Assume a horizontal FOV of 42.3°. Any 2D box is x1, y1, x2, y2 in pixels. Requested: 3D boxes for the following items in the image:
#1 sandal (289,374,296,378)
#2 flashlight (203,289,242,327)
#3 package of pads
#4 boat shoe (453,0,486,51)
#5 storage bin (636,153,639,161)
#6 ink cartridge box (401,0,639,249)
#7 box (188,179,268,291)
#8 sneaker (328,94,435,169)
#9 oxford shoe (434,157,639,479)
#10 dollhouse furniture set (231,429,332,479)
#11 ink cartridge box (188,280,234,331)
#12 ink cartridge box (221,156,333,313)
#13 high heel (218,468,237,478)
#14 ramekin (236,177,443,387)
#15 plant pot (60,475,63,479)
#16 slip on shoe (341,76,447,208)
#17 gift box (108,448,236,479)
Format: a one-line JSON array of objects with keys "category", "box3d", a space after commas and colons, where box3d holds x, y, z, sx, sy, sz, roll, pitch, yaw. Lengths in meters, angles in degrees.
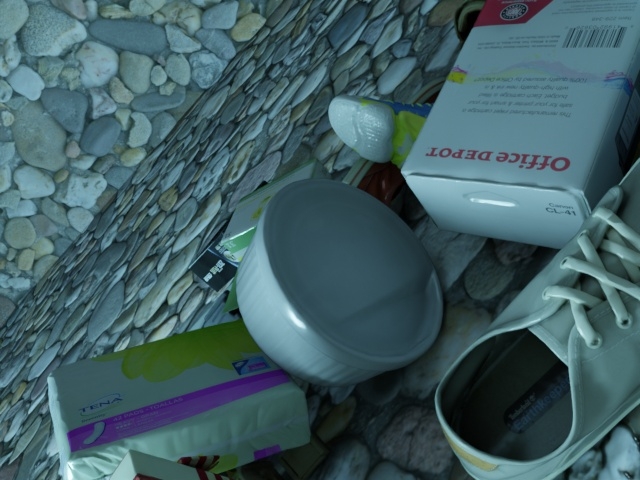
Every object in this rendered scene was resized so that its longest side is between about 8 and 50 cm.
[{"category": "sandal", "box3d": [-0.047, 0.119, 1.299, 0.265, 0.076, 0.102, -115, 39, -49]}, {"category": "flashlight", "box3d": [-0.203, 0.212, 1.342, 0.304, 0.103, 0.103, -56, -19, 18]}, {"category": "package of pads", "box3d": [-0.191, 0.212, 1.066, 0.296, 0.101, 0.229, -14, 24, -19]}, {"category": "boat shoe", "box3d": [0.276, -0.340, 1.306, 0.122, 0.120, 0.324, -37, 29, 31]}, {"category": "storage bin", "box3d": [0.380, -0.106, 0.848, 0.135, 0.098, 0.091, -62, 15, -20]}, {"category": "ink cartridge box", "box3d": [0.265, -0.154, 0.983, 0.226, 0.131, 0.306, 11, 64, 38]}, {"category": "box", "box3d": [-0.154, -0.009, 1.607, 0.147, 0.077, 0.180, -41, 12, 44]}, {"category": "sneaker", "box3d": [0.134, -0.166, 1.238, 0.126, 0.240, 0.091, -54, -10, -48]}, {"category": "oxford shoe", "box3d": [0.266, 0.047, 0.731, 0.449, 0.130, 0.169, -51, 52, 11]}, {"category": "dollhouse furniture set", "box3d": [-0.114, 0.286, 1.075, 0.161, 0.101, 0.182, 42, 96, 26]}, {"category": "ink cartridge box", "box3d": [-0.158, 0.180, 1.451, 0.275, 0.060, 0.239, -47, 23, 12]}, {"category": "ink cartridge box", "box3d": [-0.077, -0.011, 1.270, 0.171, 0.056, 0.235, -26, 29, 31]}, {"category": "high heel", "box3d": [-0.089, 0.267, 1.230, 0.186, 0.093, 0.261, 23, 57, 37]}, {"category": "ramekin", "box3d": [0.016, 0.064, 1.066, 0.127, 0.273, 0.273, -48, 22, 41]}, {"category": "plant pot", "box3d": [-0.284, 0.395, 1.220, 0.205, 0.188, 0.205, -40, 27, 26]}, {"category": "slip on shoe", "box3d": [0.136, -0.138, 1.323, 0.331, 0.101, 0.123, -52, -5, -30]}, {"category": "gift box", "box3d": [-0.139, 0.405, 0.885, 0.255, 0.276, 0.258, -51, 36, 7]}]
